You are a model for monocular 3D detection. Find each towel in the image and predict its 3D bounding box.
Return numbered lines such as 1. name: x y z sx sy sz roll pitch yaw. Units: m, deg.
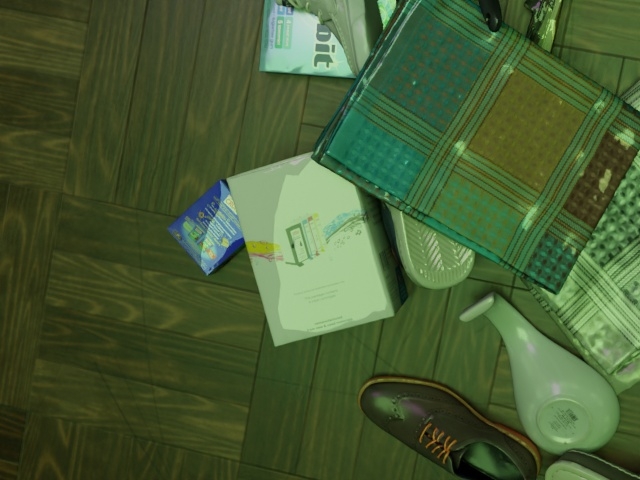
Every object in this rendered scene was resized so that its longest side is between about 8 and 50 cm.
1. towel: 0.210 -0.129 1.576 0.370 0.040 0.271 30 90 -11
2. towel: 0.418 0.000 1.664 0.312 0.056 0.324 -40 88 12

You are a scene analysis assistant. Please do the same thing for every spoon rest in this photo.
1. spoon rest: 0.296 0.178 1.699 0.137 0.084 0.276 -34 101 23

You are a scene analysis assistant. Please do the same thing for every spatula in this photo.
1. spatula: 0.200 -0.376 1.591 0.030 0.084 0.296 3 56 -9

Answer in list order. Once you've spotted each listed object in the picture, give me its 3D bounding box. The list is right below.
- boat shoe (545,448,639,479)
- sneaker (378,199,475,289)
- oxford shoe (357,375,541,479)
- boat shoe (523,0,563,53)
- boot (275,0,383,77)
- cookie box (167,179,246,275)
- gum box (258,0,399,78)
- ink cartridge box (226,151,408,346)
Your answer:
1. boat shoe: 0.455 0.371 1.672 0.324 0.097 0.116 31 141 10
2. sneaker: 0.122 -0.113 1.657 0.131 0.148 0.350 -4 96 -10
3. oxford shoe: 0.172 0.263 1.711 0.271 0.098 0.097 22 101 11
4. boat shoe: 0.293 -0.309 1.658 0.049 0.056 0.152 10 97 5
5. boot: 0.004 -0.321 1.660 0.123 0.095 0.258 -13 82 17
6. cookie box: -0.146 -0.019 1.777 0.107 0.040 0.092 -41 87 12
7. gum box: 0.014 -0.302 1.719 0.184 0.041 0.157 5 95 11
8. ink cartridge box: 0.000 0.000 1.685 0.168 0.171 0.233 -15 92 12
